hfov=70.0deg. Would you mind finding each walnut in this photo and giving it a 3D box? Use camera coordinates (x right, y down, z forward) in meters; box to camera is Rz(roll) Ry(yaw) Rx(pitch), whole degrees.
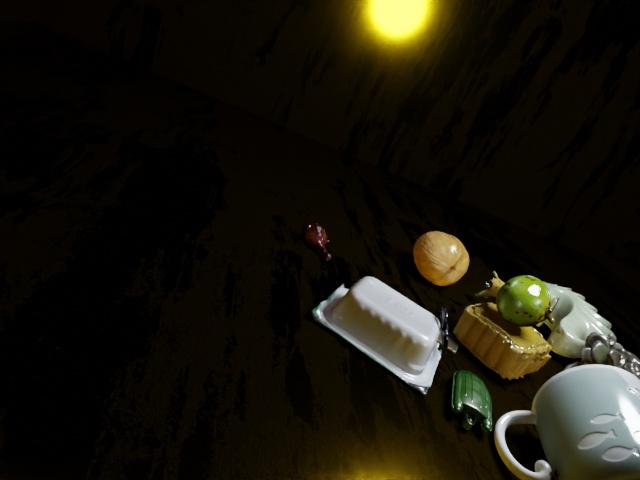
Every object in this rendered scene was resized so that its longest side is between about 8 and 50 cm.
[{"bbox_3d":[0.436,0.060,1.670,0.195,0.196,0.222,22,22,-11],"label":"walnut"}]

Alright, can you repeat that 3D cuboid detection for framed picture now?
[{"bbox_3d":[0.374,0.293,1.339,0.066,0.007,0.089,32,23,14],"label":"framed picture"}]

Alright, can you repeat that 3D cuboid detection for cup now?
[{"bbox_3d":[0.556,0.448,0.952,0.356,0.260,0.274,-3,21,11],"label":"cup"}]

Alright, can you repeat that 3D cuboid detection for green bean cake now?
[{"bbox_3d":[0.536,0.295,1.350,0.223,0.131,0.229,7,27,-43],"label":"green bean cake"}]

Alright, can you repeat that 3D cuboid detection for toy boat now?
[{"bbox_3d":[0.364,0.375,1.101,0.104,0.052,0.210,27,22,8],"label":"toy boat"}]

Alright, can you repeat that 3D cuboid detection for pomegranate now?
[{"bbox_3d":[0.561,0.173,1.323,0.156,0.156,0.220,14,-9,-27],"label":"pomegranate"}]

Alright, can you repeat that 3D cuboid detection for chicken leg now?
[{"bbox_3d":[-0.006,-0.004,1.518,0.093,0.053,0.205,36,24,-16],"label":"chicken leg"}]

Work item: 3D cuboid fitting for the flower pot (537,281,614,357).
[{"bbox_3d":[0.901,0.299,1.682,0.253,0.165,0.368,15,25,-12],"label":"flower pot"}]

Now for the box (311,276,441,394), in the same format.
[{"bbox_3d":[0.176,0.207,1.189,0.336,0.106,0.264,31,24,13],"label":"box"}]

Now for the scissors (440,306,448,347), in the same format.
[{"bbox_3d":[0.356,0.237,1.311,0.022,0.109,0.300,-1,-4,15],"label":"scissors"}]

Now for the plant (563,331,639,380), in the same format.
[{"bbox_3d":[0.893,0.427,1.366,0.276,0.199,0.188,36,20,6],"label":"plant"}]
